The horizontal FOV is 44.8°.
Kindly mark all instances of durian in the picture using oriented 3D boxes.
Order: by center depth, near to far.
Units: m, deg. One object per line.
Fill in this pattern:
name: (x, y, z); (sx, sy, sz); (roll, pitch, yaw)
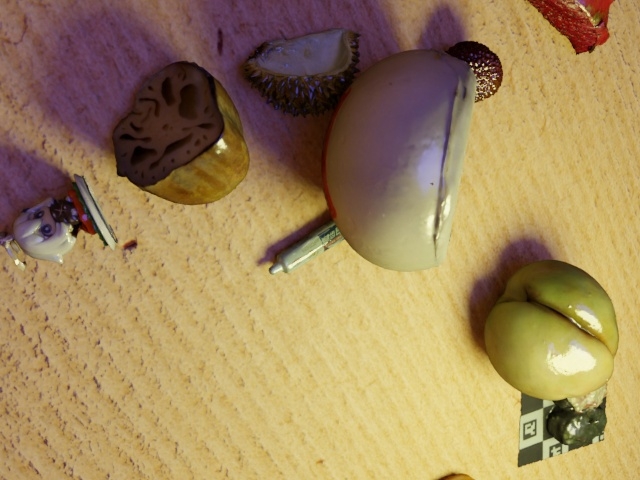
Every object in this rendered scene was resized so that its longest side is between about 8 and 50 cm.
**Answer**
durian: (-0.018, -0.287, 1.329); (0.252, 0.144, 0.139); (-19, 71, -19)

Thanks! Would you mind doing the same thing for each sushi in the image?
sushi: (0.610, 0.346, 1.804); (0.296, 0.100, 0.373); (-7, 103, -29)

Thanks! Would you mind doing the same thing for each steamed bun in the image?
steamed bun: (0.125, -0.135, 1.309); (0.241, 0.374, 0.374); (7, 99, 10)

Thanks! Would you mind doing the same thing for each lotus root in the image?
lotus root: (-0.200, -0.152, 1.218); (0.188, 0.199, 0.180); (-27, 154, 15)

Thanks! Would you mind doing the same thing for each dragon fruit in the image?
dragon fruit: (0.530, -0.529, 1.564); (0.262, 0.134, 0.212); (30, 81, -31)

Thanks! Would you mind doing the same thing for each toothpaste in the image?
toothpaste: (0.000, 0.000, 1.419); (0.233, 0.038, 0.060); (-32, 118, -24)

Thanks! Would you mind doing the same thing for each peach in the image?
peach: (0.488, 0.193, 1.623); (0.292, 0.247, 0.292); (9, 75, -38)

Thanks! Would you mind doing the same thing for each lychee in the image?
lychee: (0.278, -0.316, 1.472); (0.129, 0.123, 0.123); (-26, 115, 8)

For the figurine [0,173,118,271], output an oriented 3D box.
figurine: (-0.394, -0.012, 1.149); (0.153, 0.132, 0.132); (-27, 113, -10)

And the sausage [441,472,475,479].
sausage: (0.259, 0.550, 1.669); (0.183, 0.054, 0.062); (-27, 144, -25)
